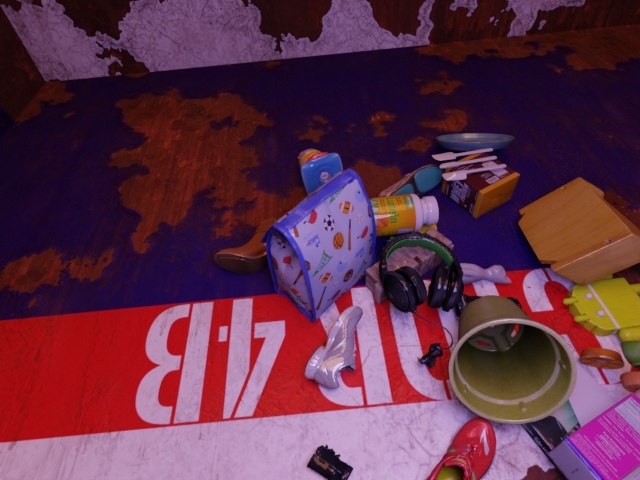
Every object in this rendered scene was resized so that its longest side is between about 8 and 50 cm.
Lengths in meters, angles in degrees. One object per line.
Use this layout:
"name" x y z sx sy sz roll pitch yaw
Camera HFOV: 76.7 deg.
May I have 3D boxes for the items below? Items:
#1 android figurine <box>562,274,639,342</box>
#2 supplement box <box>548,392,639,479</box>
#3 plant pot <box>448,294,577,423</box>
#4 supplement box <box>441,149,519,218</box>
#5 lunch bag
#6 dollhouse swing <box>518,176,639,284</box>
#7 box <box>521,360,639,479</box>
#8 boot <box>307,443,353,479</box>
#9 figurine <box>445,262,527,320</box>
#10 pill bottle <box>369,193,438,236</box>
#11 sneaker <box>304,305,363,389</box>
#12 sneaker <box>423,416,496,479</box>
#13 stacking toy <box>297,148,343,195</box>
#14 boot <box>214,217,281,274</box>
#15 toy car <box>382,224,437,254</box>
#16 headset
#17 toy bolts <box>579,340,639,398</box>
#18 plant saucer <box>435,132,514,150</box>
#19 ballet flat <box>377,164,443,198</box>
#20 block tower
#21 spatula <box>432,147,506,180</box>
"android figurine" 0.884 0.197 1.230 0.272 0.056 0.248 -5 48 -2
"supplement box" 0.648 0.458 0.904 0.219 0.111 0.114 -22 49 -14
"plant pot" 0.466 0.272 1.047 0.275 0.276 0.254 7 17 11
"supplement box" 0.616 -0.223 1.577 0.191 0.129 0.194 -26 51 -17
"lunch bag" 0.000 0.000 1.263 0.238 0.386 0.328 33 59 29
"dollhouse swing" 0.908 0.018 1.344 0.315 0.305 0.347 -33 27 25
"box" 0.651 0.468 1.005 0.232 0.059 0.322 -24 49 -15
"boot" 0.012 0.568 0.981 0.099 0.045 0.121 27 48 23
"figurine" 0.523 0.156 1.287 0.209 0.092 0.215 2 47 -4
"pill bottle" 0.277 -0.091 1.412 0.245 0.136 0.136 -7 48 -1
"sneaker" 0.069 0.315 1.181 0.121 0.099 0.262 29 64 18
"sneaker" 0.332 0.527 0.940 0.107 0.118 0.279 33 59 29
"stacking toy" -0.030 -0.331 1.740 0.175 0.166 0.302 -21 35 -8
"boot" -0.228 0.003 1.462 0.283 0.109 0.220 -2 49 0
"toy car" 0.280 -0.008 1.467 0.238 0.053 0.225 18 53 21
"headset" 0.305 0.163 1.211 0.243 0.185 0.394 -1 51 -3
"toy bolts" 0.808 0.377 1.030 0.228 0.218 0.159 26 63 -15
"plant saucer" 0.657 -0.423 1.737 0.317 0.044 0.318 -3 21 1
"ballet flat" 0.353 -0.223 1.625 0.315 0.108 0.106 -29 24 -23
"block tower" 0.297 0.078 1.363 0.335 0.091 0.097 -31 52 -21
"spatula" 0.570 -0.296 1.550 0.241 0.019 0.168 -8 42 -2
